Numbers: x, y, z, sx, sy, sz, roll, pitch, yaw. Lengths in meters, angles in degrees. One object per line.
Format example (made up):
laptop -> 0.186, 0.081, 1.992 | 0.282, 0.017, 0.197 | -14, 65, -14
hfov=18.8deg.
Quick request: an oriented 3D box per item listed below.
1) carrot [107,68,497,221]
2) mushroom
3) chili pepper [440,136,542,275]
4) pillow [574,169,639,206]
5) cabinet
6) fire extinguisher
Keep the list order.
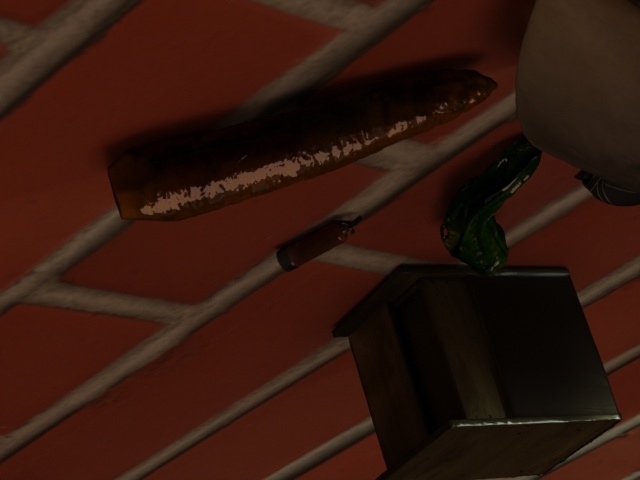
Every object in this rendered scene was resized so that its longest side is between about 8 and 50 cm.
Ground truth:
carrot -> -0.011, -0.079, 1.521 | 0.314, 0.066, 0.066 | -17, 155, -5
mushroom -> 0.335, -0.071, 1.429 | 0.397, 0.126, 0.177 | 23, 156, 17
chili pepper -> 0.149, -0.029, 1.735 | 0.073, 0.050, 0.182 | -3, 150, -12
pillow -> 0.378, -0.110, 1.656 | 0.335, 0.093, 0.161 | -10, 151, -16
cabinet -> 0.150, 0.135, 1.926 | 0.215, 0.175, 0.148 | 1, 150, -35
fire extinguisher -> 0.000, 0.000, 1.737 | 0.083, 0.022, 0.028 | -29, -169, 24
